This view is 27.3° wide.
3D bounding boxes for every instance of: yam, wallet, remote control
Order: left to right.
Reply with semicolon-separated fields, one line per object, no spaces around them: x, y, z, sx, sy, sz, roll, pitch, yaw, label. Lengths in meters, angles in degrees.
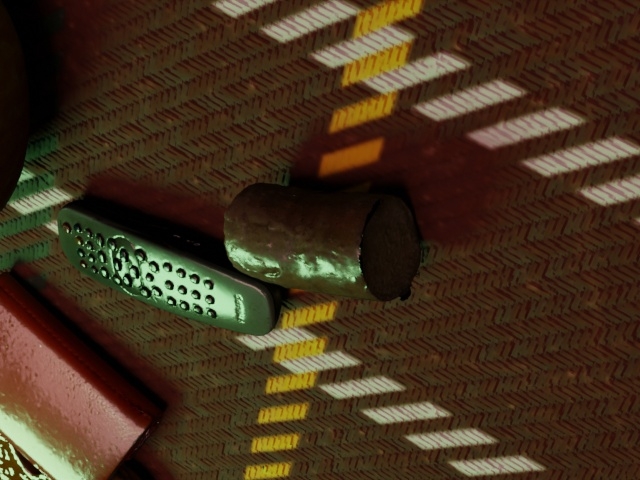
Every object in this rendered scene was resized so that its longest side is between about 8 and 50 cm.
-0.261;0.144;1.251;0.204;0.045;0.142;41;115;5;wallet
-0.128;0.022;1.088;0.222;0.042;0.072;19;130;26;remote control
0.002;-0.001;0.955;0.127;0.084;0.084;10;127;35;yam

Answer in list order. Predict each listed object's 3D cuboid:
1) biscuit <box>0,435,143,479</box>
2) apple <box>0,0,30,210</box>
-0.302;0.232;1.365;0.262;0.052;0.277;-33;98;41;biscuit
-0.375;-0.107;1.024;0.277;0.250;0.309;15;131;26;apple
